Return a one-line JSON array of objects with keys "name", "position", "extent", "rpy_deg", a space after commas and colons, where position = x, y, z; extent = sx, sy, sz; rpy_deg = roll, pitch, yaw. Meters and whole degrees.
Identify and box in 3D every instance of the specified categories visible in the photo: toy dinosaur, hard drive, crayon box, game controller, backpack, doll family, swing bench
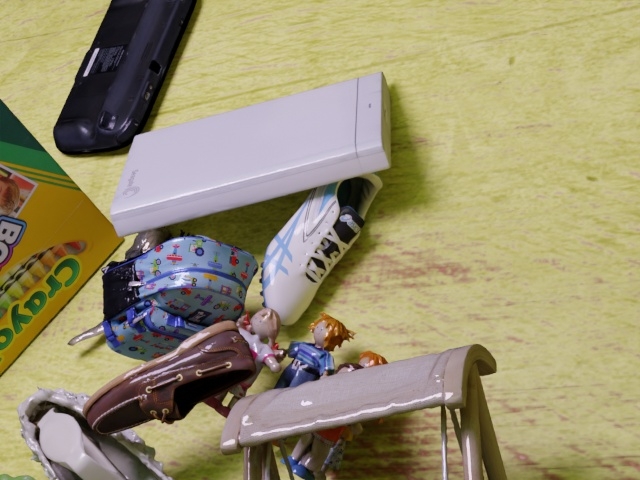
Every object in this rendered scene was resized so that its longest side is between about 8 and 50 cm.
[{"name": "toy dinosaur", "position": [-0.227, 0.031, 1.918], "extent": [0.118, 0.064, 0.268], "rpy_deg": [-2, 53, 46]}, {"name": "hard drive", "position": [-0.085, -0.115, 1.887], "extent": [0.353, 0.047, 0.233], "rpy_deg": [-14, 28, 10]}, {"name": "crayon box", "position": [-0.475, 0.024, 1.883], "extent": [0.363, 0.313, 0.106], "rpy_deg": [-49, 45, -12]}, {"name": "game controller", "position": [-0.293, -0.263, 2.189], "extent": [0.166, 0.067, 0.319], "rpy_deg": [-9, 50, 40]}, {"name": "backpack", "position": [-0.162, 0.069, 1.765], "extent": [0.173, 0.158, 0.117], "rpy_deg": [-28, 52, 37]}, {"name": "doll family", "position": [-0.008, 0.170, 1.675], "extent": [0.263, 0.118, 0.163], "rpy_deg": [29, 88, 47]}, {"name": "swing bench", "position": [0.051, 0.239, 1.439], "extent": [0.253, 0.165, 0.254], "rpy_deg": [-15, 69, 19]}]

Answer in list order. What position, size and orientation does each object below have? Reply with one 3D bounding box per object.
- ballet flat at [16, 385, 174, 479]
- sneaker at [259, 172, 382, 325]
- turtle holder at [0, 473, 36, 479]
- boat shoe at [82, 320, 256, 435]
[{"name": "ballet flat", "position": [-0.232, 0.300, 1.670], "extent": [0.147, 0.147, 0.409], "rpy_deg": [-46, 49, -10]}, {"name": "sneaker", "position": [0.000, 0.000, 1.801], "extent": [0.086, 0.085, 0.237], "rpy_deg": [-3, 51, 49]}, {"name": "turtle holder", "position": [-0.357, 0.410, 1.614], "extent": [0.227, 0.243, 0.320], "rpy_deg": [-19, 5, -4]}, {"name": "boat shoe", "position": [-0.171, 0.170, 1.658], "extent": [0.207, 0.073, 0.073], "rpy_deg": [-31, 63, 5]}]
